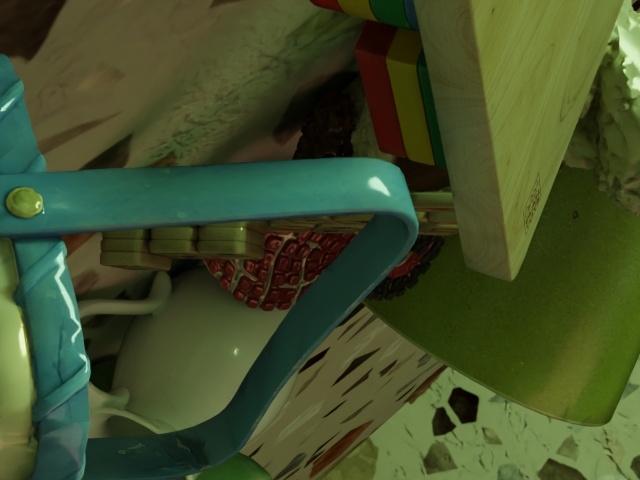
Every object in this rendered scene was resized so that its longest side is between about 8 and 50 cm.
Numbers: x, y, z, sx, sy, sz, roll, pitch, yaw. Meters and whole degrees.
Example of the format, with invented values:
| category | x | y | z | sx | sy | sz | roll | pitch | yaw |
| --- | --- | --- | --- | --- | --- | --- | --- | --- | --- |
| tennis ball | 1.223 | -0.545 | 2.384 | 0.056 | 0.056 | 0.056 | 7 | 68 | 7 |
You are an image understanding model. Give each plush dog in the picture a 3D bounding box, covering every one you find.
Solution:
| category | x | y | z | sx | sy | sz | roll | pitch | yaw |
| --- | --- | --- | --- | --- | --- | --- | --- | --- | --- |
| plush dog | 0.101 | -0.102 | 1.116 | 0.262 | 0.211 | 0.225 | 1 | 161 | -29 |

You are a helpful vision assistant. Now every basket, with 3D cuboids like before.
| category | x | y | z | sx | sy | sz | roll | pitch | yaw |
| --- | --- | --- | --- | --- | --- | --- | --- | --- | --- |
| basket | -0.130 | 0.044 | 0.678 | 0.289 | 0.201 | 0.255 | 3 | 146 | -26 |

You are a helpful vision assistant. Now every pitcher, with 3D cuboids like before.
| category | x | y | z | sx | sy | sz | roll | pitch | yaw |
| --- | --- | --- | --- | --- | --- | --- | --- | --- | --- |
| pitcher | -0.103 | 0.084 | 1.184 | 0.125 | 0.178 | 0.207 | -11 | -153 | 31 |

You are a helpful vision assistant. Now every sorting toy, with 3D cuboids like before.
| category | x | y | z | sx | sy | sz | roll | pitch | yaw |
| --- | --- | --- | --- | --- | --- | --- | --- | --- | --- |
| sorting toy | 0.078 | -0.157 | 0.748 | 0.255 | 0.089 | 0.257 | 71 | 40 | -61 |

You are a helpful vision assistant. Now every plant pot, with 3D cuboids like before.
| category | x | y | z | sx | sy | sz | roll | pitch | yaw |
| --- | --- | --- | --- | --- | --- | --- | --- | --- | --- |
| plant pot | 0.204 | -0.038 | 1.460 | 0.293 | 0.275 | 0.275 | -61 | 163 | 13 |

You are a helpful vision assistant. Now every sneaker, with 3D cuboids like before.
| category | x | y | z | sx | sy | sz | roll | pitch | yaw |
| --- | --- | --- | --- | --- | --- | --- | --- | --- | --- |
| sneaker | -0.014 | -0.007 | 1.220 | 0.225 | 0.093 | 0.088 | 6 | 124 | -50 |

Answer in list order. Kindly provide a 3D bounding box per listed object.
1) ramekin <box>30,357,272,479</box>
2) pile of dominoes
| category | x | y | z | sx | sy | sz | roll | pitch | yaw |
| --- | --- | --- | --- | --- | --- | --- | --- | --- | --- |
| ramekin | -0.199 | 0.229 | 1.320 | 0.303 | 0.148 | 0.303 | -39 | 168 | -10 |
| pile of dominoes | 0.000 | 0.000 | 1.004 | 0.251 | 0.040 | 0.196 | 1 | 176 | 13 |
